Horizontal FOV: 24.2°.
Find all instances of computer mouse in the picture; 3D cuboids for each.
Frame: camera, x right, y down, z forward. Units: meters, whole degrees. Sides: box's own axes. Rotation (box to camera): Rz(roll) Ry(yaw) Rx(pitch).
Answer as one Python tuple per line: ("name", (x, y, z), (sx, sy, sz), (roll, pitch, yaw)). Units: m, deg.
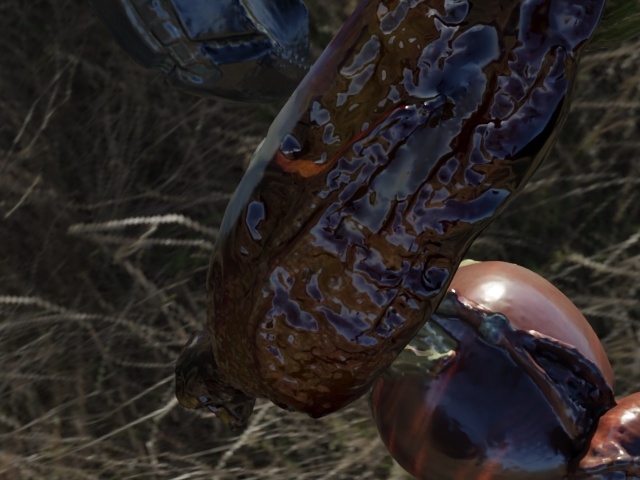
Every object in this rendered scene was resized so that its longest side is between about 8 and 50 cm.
("computer mouse", (-0.081, -0.139, 0.935), (0.192, 0.106, 0.062), (41, 49, -38))

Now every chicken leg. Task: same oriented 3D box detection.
("chicken leg", (0.000, 0.000, 0.673), (0.096, 0.407, 0.158), (27, 48, -8))

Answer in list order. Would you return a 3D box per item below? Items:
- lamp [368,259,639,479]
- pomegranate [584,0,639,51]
("lamp", (0.118, 0.112, 0.959), (0.151, 0.215, 0.223), (-36, 72, -11))
("pomegranate", (0.150, -0.250, 0.785), (0.242, 0.242, 0.306), (15, 112, -22))
